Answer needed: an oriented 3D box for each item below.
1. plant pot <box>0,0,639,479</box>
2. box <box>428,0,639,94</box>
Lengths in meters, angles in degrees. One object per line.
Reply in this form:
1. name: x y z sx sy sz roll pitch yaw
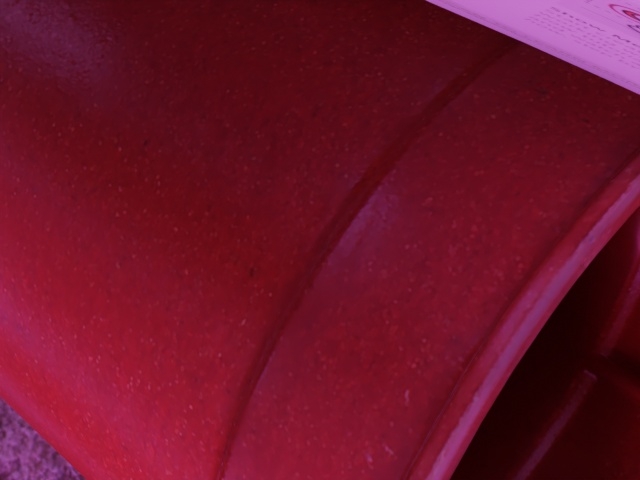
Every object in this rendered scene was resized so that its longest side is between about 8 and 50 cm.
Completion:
1. plant pot: 0.000 0.000 0.640 0.265 0.272 0.272 33 -175 27
2. box: 0.026 -0.083 0.294 0.232 0.058 0.322 24 -178 -4
